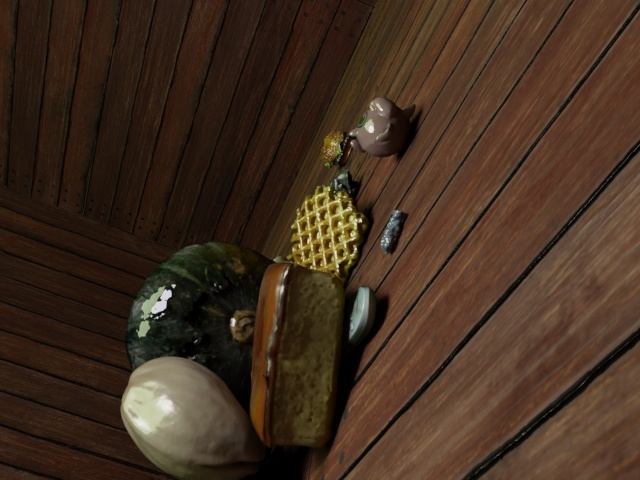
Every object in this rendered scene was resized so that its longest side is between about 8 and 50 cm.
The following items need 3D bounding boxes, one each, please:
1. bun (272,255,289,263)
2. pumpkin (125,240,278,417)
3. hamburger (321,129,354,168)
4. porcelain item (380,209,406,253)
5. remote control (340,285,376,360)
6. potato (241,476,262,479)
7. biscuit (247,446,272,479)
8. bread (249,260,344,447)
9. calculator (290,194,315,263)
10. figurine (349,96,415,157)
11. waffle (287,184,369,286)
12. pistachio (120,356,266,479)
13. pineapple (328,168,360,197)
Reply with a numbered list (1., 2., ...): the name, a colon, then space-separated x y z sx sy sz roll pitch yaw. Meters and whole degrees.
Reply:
1. bun: -0.182 0.158 2.336 0.222 0.127 0.222 -41 -2 -2
2. pumpkin: -0.238 0.222 1.501 0.344 0.454 0.454 -6 62 59
3. hamburger: 0.051 -0.310 2.091 0.166 0.087 0.137 -138 69 -80
4. porcelain item: 0.133 -0.015 1.144 0.036 0.028 0.083 5 -75 -82
5. remote control: 0.055 0.164 1.146 0.256 0.045 0.097 120 160 -56
6. potato: -0.140 0.526 1.115 0.262 0.165 0.165 131 159 -83
7. biscuit: -0.256 0.580 1.358 0.407 0.091 0.407 -50 -16 -21
8. bread: -0.056 0.208 1.208 0.333 0.143 0.324 157 120 -79
9. calculator: -0.008 -0.040 1.848 0.161 0.021 0.262 -17 47 44
10. figurine: 0.136 -0.244 1.346 0.138 0.125 0.125 -28 41 57
11. waffle: 0.011 -0.003 1.461 0.254 0.052 0.245 41 112 45
12. pistachio: -0.248 0.354 1.200 0.226 0.332 0.208 13 -82 -58
13. pineapple: 0.044 -0.098 1.642 0.237 0.119 0.111 -74 -35 -51
